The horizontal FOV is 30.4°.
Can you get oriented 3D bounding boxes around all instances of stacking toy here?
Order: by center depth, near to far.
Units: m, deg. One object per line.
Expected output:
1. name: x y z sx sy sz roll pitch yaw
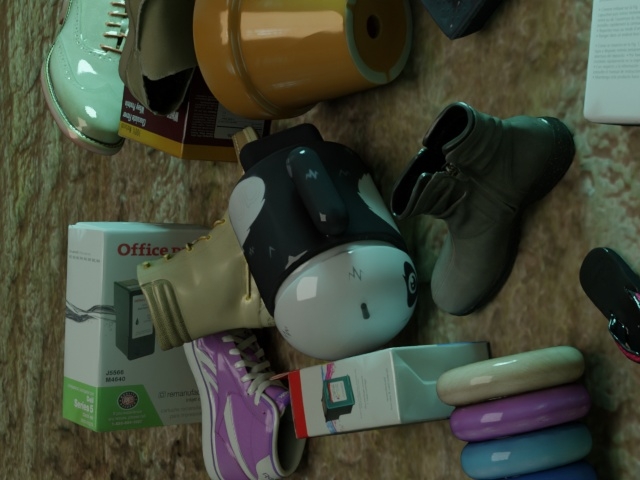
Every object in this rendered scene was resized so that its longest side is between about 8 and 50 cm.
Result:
1. stacking toy: 0.206 0.269 1.073 0.141 0.141 0.330 -24 74 52

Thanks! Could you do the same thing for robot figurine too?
1. robot figurine: 0.002 0.000 1.321 0.173 0.209 0.278 -42 54 25

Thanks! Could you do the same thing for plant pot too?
1. plant pot: -0.007 -0.240 1.331 0.188 0.205 0.205 4 93 39

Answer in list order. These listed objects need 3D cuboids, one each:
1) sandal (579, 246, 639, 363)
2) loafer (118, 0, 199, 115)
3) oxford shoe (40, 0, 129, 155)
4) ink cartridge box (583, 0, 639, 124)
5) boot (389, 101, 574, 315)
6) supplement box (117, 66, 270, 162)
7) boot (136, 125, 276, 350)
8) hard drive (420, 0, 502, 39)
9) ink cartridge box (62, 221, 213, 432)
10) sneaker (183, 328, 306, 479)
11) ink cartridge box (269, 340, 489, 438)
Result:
1. sandal: 0.280 0.074 1.040 0.179 0.040 0.067 53 130 41
2. loafer: -0.176 -0.246 1.398 0.092 0.102 0.268 57 155 19
3. oxford shoe: -0.320 -0.297 1.741 0.146 0.140 0.397 -46 39 37
4. ink cartridge box: 0.340 -0.210 0.947 0.275 0.060 0.239 10 97 55
5. boot: 0.127 -0.030 1.151 0.083 0.161 0.246 55 131 40
6. supplement box: -0.165 -0.217 1.587 0.191 0.129 0.194 23 107 52
7. boot: -0.138 -0.003 1.490 0.095 0.203 0.262 48 -151 -77
8. hard drive: 0.140 -0.351 1.230 0.172 0.054 0.255 -53 49 40
9. ink cartridge box: -0.242 0.114 1.629 0.114 0.198 0.273 7 96 54
10. sneaker: -0.083 0.170 1.510 0.161 0.102 0.282 -18 81 45
11. ink cartridge box: 0.060 0.164 1.265 0.231 0.134 0.078 -21 73 53
